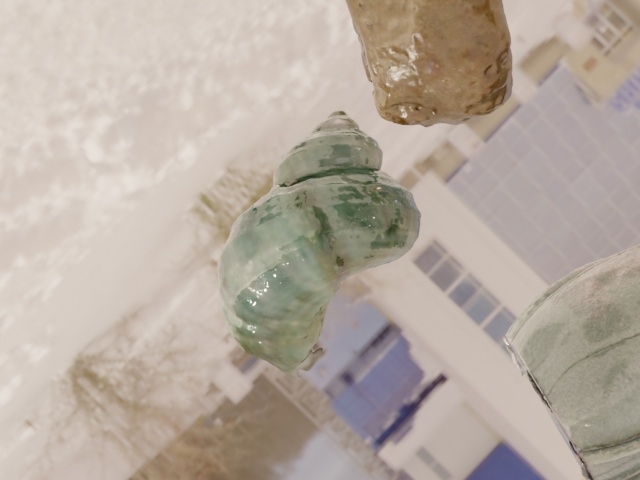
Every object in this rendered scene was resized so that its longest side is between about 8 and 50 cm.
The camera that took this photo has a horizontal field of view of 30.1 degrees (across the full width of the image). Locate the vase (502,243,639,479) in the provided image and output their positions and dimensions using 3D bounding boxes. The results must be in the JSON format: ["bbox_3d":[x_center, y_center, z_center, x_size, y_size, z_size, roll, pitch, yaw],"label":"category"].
[{"bbox_3d":[0.412,0.068,1.145,0.445,0.250,0.250,-30,178,2],"label":"vase"}]

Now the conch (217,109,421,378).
[{"bbox_3d":[0.000,0.000,1.194,0.220,0.195,0.277,54,43,-79],"label":"conch"}]

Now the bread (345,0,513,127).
[{"bbox_3d":[0.078,-0.197,0.979,0.122,0.230,0.230,-17,177,0],"label":"bread"}]
